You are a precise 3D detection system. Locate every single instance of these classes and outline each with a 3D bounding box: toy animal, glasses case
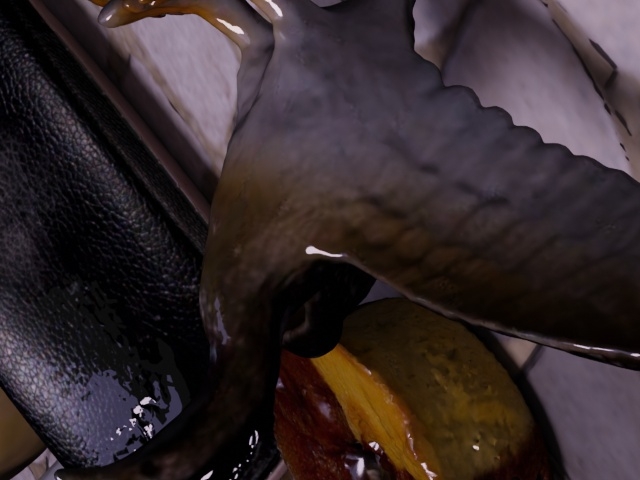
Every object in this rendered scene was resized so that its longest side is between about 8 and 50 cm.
[{"bbox_3d":[-0.011,-0.011,0.526,0.160,0.197,0.272,66,159,-3],"label":"toy animal"},{"bbox_3d":[-0.120,-0.004,0.803,0.122,0.075,0.314,-47,67,18],"label":"glasses case"}]

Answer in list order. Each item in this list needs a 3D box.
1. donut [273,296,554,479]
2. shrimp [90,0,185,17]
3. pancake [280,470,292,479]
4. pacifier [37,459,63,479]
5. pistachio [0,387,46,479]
[{"bbox_3d":[0.035,0.085,0.671,0.140,0.059,0.140,44,151,33],"label":"donut"},{"bbox_3d":[-0.098,-0.200,0.655,0.198,0.051,0.262,16,133,48],"label":"shrimp"},{"bbox_3d":[-0.011,0.162,0.869,0.250,0.031,0.250,45,152,31],"label":"pancake"},{"bbox_3d":[-0.118,0.233,0.981,0.226,0.238,0.287,34,150,2],"label":"pacifier"},{"bbox_3d":[-0.213,0.063,0.976,0.162,0.181,0.293,31,158,-3],"label":"pistachio"}]
